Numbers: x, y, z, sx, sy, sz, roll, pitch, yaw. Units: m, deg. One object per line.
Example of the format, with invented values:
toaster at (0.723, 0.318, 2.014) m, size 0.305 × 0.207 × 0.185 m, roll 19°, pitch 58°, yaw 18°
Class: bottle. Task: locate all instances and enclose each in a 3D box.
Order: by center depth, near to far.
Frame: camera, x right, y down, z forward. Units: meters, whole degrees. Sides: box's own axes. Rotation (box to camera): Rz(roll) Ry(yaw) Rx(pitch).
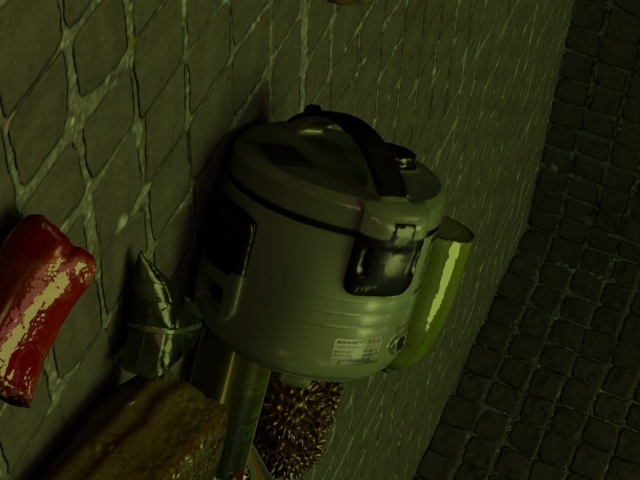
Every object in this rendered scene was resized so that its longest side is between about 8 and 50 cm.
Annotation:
bottle at (-0.114, 0.216, 1.610) m, size 0.082 × 0.082 × 0.286 m, roll -41°, pitch 148°, yaw -65°

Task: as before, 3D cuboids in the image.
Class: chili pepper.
chili pepper at (-0.200, 0.045, 1.044) m, size 0.070 × 0.073 × 0.123 m, roll 2°, pitch -117°, yaw 59°

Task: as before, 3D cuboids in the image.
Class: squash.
squash at (0.136, 0.083, 2.351) m, size 0.132 × 0.132 × 0.247 m, roll -28°, pitch 138°, yaw -71°

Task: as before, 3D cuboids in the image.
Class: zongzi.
zongzi at (-0.135, 0.049, 1.355) m, size 0.109 × 0.055 × 0.119 m, roll -47°, pitch 143°, yaw -65°

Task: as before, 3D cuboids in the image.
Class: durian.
durian at (-0.045, 0.197, 1.781) m, size 0.158 × 0.137 × 0.168 m, roll -55°, pitch -170°, yaw 29°

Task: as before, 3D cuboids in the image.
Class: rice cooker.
rice cooker at (0.000, 0.000, 1.474) m, size 0.226 × 0.226 × 0.244 m, roll -37°, pitch 147°, yaw -68°

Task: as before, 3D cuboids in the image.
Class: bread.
bread at (-0.183, 0.243, 1.319) m, size 0.234 × 0.110 × 0.184 m, roll -50°, pitch 159°, yaw -52°

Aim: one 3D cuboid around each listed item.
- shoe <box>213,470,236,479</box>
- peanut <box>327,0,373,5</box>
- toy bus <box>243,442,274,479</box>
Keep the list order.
shoe at (-0.154, 0.287, 1.526) m, size 0.089 × 0.092 × 0.180 m, roll 79°, pitch 33°, yaw -67°
peanut at (0.024, -0.294, 1.341) m, size 0.305 × 0.147 × 0.147 m, roll 21°, pitch 89°, yaw -82°
toy bus at (-0.076, 0.289, 1.700) m, size 0.057 × 0.172 × 0.072 m, roll -29°, pitch -179°, yaw 28°
